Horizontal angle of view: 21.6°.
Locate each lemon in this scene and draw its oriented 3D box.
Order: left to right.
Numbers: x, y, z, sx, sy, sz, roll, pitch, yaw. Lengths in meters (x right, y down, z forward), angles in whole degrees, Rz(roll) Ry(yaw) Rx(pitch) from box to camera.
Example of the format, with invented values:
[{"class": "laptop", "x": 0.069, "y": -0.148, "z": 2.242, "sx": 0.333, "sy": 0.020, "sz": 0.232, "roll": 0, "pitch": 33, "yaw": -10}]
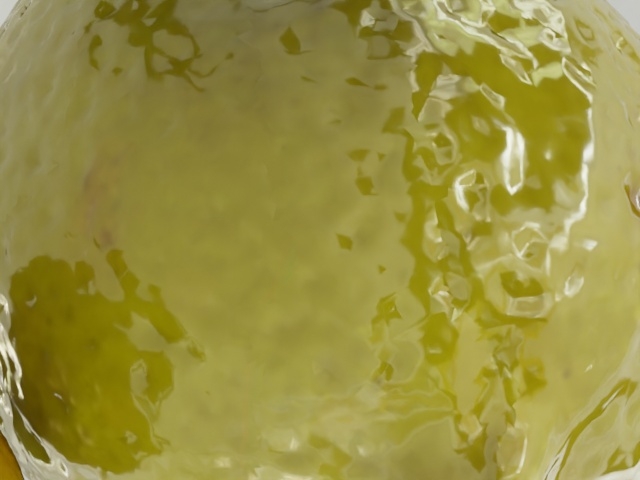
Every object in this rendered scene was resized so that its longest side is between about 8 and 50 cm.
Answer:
[{"class": "lemon", "x": 0.000, "y": 0.001, "z": 0.551, "sx": 0.267, "sy": 0.267, "sz": 0.267, "roll": -26, "pitch": -132, "yaw": 33}]

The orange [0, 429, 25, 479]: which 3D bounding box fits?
[{"class": "orange", "x": -0.154, "y": 0.065, "z": 0.452, "sx": 0.160, "sy": 0.170, "sz": 0.112, "roll": -30, "pitch": -164, "yaw": 39}]
